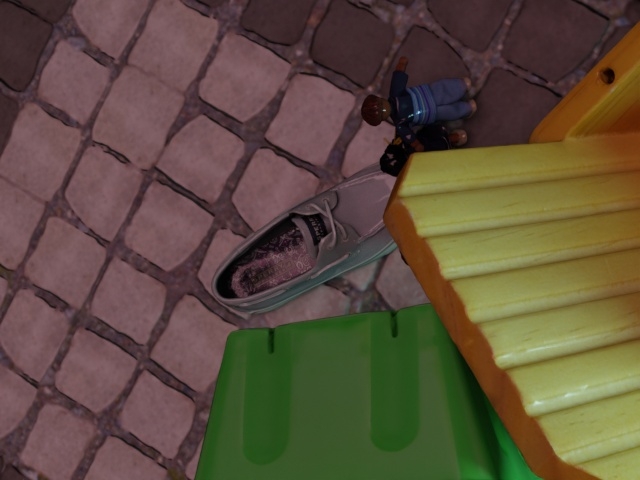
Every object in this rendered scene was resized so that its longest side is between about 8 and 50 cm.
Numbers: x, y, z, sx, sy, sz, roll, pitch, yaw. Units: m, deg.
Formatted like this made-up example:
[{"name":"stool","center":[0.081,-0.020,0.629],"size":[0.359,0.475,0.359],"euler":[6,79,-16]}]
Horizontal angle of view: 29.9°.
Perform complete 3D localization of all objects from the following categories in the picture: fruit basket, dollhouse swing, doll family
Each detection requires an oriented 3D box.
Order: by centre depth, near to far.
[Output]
[{"name":"dollhouse swing","center":[0.280,-0.025,0.827],"size":[0.315,0.305,0.347],"euler":[-48,55,31]},{"name":"fruit basket","center":[0.046,0.264,0.929],"size":[0.283,0.392,0.392],"euler":[-9,86,18]},{"name":"doll family","center":[0.094,-0.062,1.044],"size":[0.111,0.076,0.193],"euler":[-12,77,-25]}]

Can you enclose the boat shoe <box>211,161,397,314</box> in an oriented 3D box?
[{"name":"boat shoe","center":[-0.001,-0.001,1.098],"size":[0.227,0.081,0.079],"euler":[-33,79,13]}]
